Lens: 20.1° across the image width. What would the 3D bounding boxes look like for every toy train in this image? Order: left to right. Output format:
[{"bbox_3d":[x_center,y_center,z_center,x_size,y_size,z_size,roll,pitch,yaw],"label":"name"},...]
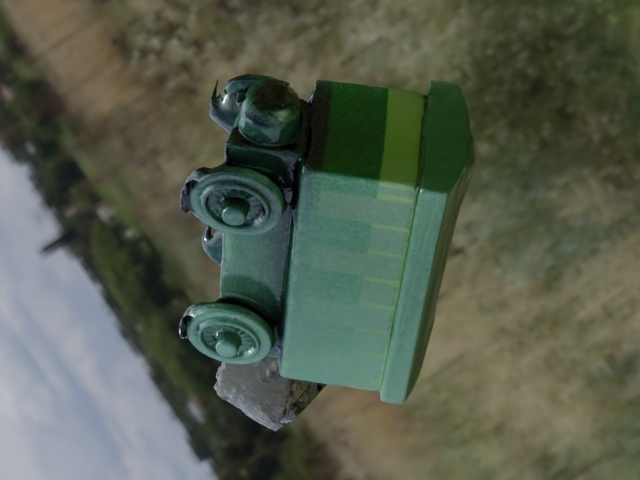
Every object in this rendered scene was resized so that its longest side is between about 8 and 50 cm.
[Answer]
[{"bbox_3d":[0.000,0.000,1.358,0.301,0.202,0.120,98,-179,-49],"label":"toy train"}]

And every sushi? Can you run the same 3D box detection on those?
[{"bbox_3d":[-0.029,0.070,1.598,0.134,0.109,0.273,42,147,2],"label":"sushi"}]
